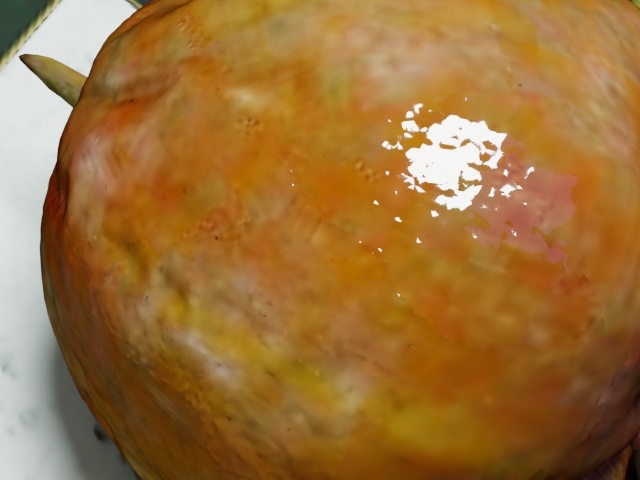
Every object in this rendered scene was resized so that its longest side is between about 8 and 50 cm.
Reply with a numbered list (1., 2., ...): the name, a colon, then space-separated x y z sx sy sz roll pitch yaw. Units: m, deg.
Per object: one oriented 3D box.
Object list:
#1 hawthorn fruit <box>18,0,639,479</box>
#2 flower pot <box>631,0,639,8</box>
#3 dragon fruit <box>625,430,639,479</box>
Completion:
1. hawthorn fruit: 0.000 0.000 0.665 0.298 0.277 0.277 27 47 7
2. flower pot: 0.228 -0.062 0.901 0.195 0.179 0.195 17 52 -23
3. dragon fruit: 0.201 0.132 0.743 0.198 0.218 0.273 -31 72 2
